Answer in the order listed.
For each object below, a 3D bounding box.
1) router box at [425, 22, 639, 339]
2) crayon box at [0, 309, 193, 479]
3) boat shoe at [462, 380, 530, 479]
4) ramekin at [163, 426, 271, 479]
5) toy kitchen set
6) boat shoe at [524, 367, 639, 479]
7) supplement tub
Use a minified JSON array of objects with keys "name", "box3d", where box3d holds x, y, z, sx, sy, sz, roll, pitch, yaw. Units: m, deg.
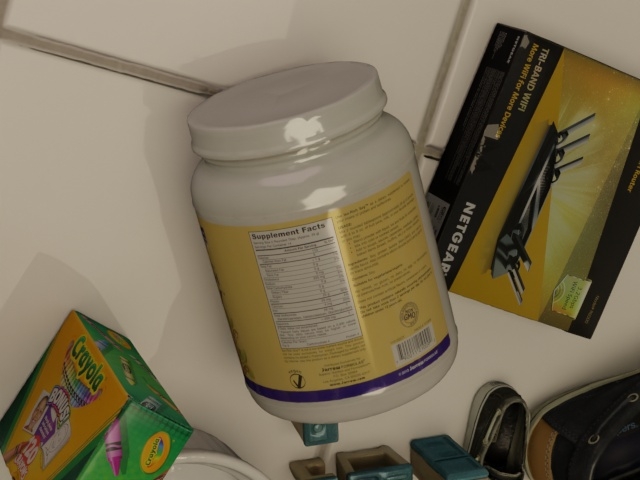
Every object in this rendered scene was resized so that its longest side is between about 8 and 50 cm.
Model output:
[{"name":"router box","box3d":[0.261,-0.065,1.782,0.243,0.081,0.308,18,98,-23]},{"name":"crayon box","box3d":[-0.239,0.196,1.568,0.081,0.278,0.165,32,92,-25]},{"name":"boat shoe","box3d":[0.208,0.285,1.867,0.078,0.070,0.219,1,104,-20]},{"name":"ramekin","box3d":[-0.174,0.339,1.706,0.277,0.135,0.277,-6,109,-20]},{"name":"toy kitchen set","box3d":[0.078,0.225,1.775,0.207,0.122,0.166,-7,107,-18]},{"name":"boat shoe","box3d":[0.492,0.200,1.902,0.500,0.156,0.186,-22,109,-14]},{"name":"supplement tub","box3d":[0.000,0.000,1.620,0.241,0.241,0.331,-20,110,-14]}]
